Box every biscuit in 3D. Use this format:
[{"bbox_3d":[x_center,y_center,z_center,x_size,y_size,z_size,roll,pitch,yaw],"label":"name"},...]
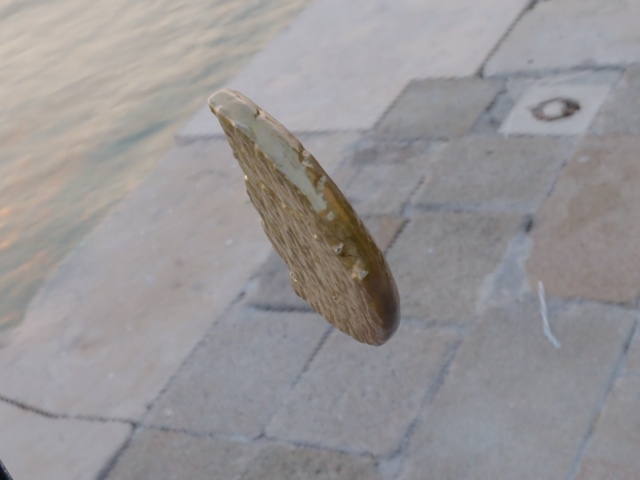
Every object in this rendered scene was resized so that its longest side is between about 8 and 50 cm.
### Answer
[{"bbox_3d":[0.001,-0.001,0.744,0.033,0.224,0.144,-41,54,-13],"label":"biscuit"}]

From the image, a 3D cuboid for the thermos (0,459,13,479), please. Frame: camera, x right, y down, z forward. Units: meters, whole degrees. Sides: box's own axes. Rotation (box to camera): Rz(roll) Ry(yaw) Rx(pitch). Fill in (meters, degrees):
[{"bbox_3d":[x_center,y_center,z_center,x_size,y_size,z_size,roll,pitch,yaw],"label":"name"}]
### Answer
[{"bbox_3d":[-0.140,0.140,0.405,0.099,0.232,0.124,-28,2,-32],"label":"thermos"}]
